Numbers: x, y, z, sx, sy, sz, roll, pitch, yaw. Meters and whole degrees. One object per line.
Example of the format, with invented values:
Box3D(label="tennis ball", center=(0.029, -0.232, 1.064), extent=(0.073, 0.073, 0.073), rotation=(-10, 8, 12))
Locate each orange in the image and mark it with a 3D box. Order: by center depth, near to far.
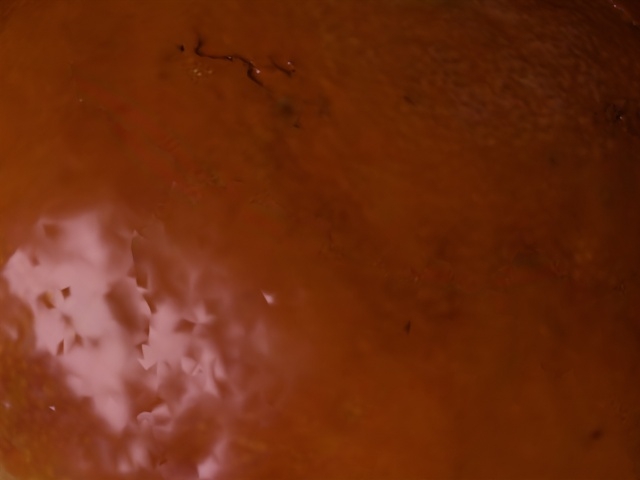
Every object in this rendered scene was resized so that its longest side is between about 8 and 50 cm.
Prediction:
Box3D(label="orange", center=(0.000, 0.000, 0.569), extent=(0.284, 0.284, 0.226), rotation=(48, 138, 28))
